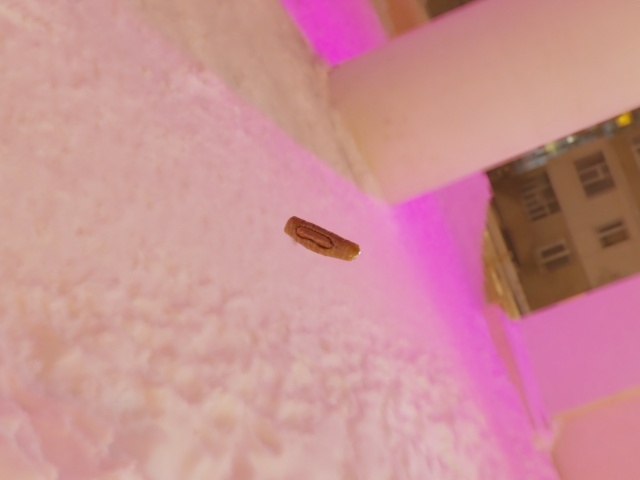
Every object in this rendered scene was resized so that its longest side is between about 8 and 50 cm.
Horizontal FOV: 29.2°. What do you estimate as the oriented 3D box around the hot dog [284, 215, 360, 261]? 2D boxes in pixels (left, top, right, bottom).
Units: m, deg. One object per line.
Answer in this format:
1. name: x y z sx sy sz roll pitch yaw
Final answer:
1. hot dog: 0.000 0.000 1.921 0.137 0.044 0.028 27 -9 25
